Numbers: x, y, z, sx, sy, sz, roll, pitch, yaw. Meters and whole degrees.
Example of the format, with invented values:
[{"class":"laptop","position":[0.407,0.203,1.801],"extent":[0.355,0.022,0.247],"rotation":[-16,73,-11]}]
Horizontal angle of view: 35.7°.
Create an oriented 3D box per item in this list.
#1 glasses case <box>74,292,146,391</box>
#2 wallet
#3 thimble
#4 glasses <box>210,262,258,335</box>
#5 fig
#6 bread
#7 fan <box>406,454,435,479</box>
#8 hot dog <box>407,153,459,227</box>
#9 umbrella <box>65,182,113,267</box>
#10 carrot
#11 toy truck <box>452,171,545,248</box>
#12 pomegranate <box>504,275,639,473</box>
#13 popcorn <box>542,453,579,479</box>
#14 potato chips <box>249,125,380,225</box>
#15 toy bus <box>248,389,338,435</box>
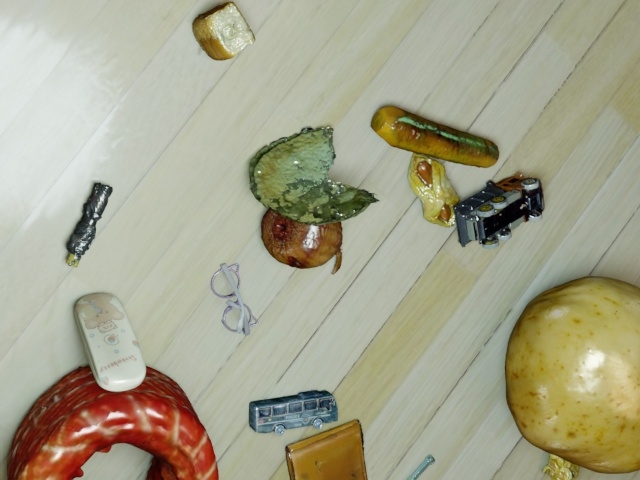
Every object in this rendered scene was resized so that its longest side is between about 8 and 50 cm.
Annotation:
[{"class":"glasses case","position":[-0.338,0.160,1.589],"extent":[0.081,0.204,0.051],"rotation":[-7,133,-27]},{"class":"wallet","position":[0.015,0.454,1.901],"extent":[0.160,0.042,0.196],"rotation":[-17,106,-24]},{"class":"thimble","position":[-0.342,0.384,1.621],"extent":[0.350,0.230,0.350],"rotation":[-5,103,-22]},{"class":"glasses","position":[-0.138,0.113,1.714],"extent":[0.062,0.104,0.140],"rotation":[-22,107,-16]},{"class":"fig","position":[0.000,0.000,1.738],"extent":[0.201,0.146,0.134],"rotation":[28,97,-41]},{"class":"bread","position":[-0.158,-0.339,1.617],"extent":[0.076,0.070,0.083],"rotation":[-36,111,-13]},{"class":"fan","position":[0.161,0.504,1.981],"extent":[0.193,0.038,0.016],"rotation":[-46,128,-10]},{"class":"hot dog","position":[0.215,-0.086,1.846],"extent":[0.078,0.061,0.169],"rotation":[-37,114,-11]},{"class":"umbrella","position":[-0.377,-0.026,1.612],"extent":[0.037,0.040,0.144],"rotation":[24,89,-19]},{"class":"carrot","position":[0.213,-0.185,1.822],"extent":[0.260,0.070,0.070],"rotation":[12,97,-28]},{"class":"toy truck","position":[0.333,-0.057,1.875],"extent":[0.192,0.092,0.083],"rotation":[-29,119,-29]},{"class":"pomegranate","position":[0.547,0.250,1.879],"extent":[0.409,0.410,0.410],"rotation":[-6,105,-23]},{"class":"popcorn","position":[0.518,0.481,2.105],"extent":[0.084,0.084,0.084],"rotation":[-6,105,-23]},{"class":"potato chips","position":[-0.011,-0.103,1.674],"extent":[0.202,0.220,0.029],"rotation":[-34,148,-26]},{"class":"toy bus","position":[-0.049,0.317,1.834],"extent":[0.165,0.047,0.065],"rotation":[-5,101,-22]}]
